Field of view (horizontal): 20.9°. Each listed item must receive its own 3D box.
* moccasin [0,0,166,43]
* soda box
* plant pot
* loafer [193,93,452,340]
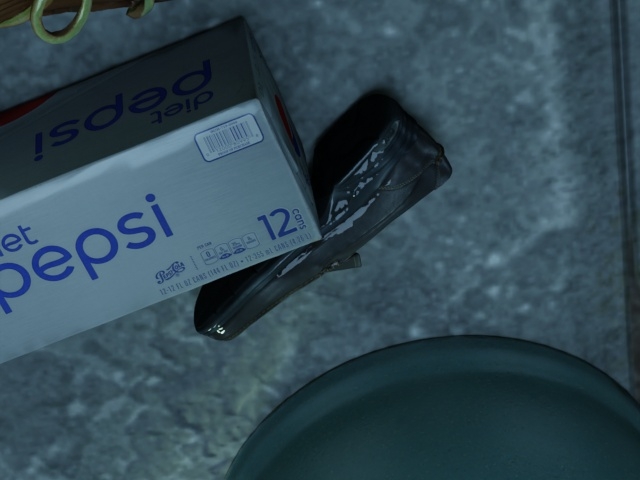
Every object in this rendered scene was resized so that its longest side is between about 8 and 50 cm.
[{"bbox_3d":[-0.152,-0.155,0.774,0.380,0.147,0.139,0,121,-7],"label":"moccasin"},{"bbox_3d":[-0.149,-0.008,0.893,0.286,0.098,0.091,-21,123,6],"label":"soda box"},{"bbox_3d":[0.089,0.231,1.011,0.293,0.196,0.293,-3,122,-6],"label":"plant pot"},{"bbox_3d":[0.000,0.000,0.940,0.061,0.062,0.170,35,113,-29],"label":"loafer"}]
